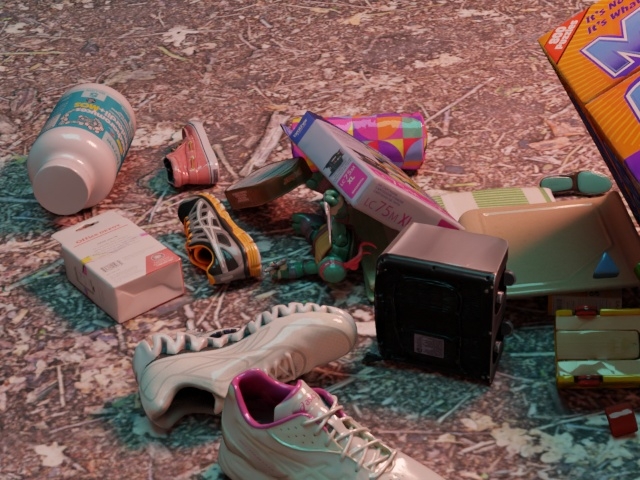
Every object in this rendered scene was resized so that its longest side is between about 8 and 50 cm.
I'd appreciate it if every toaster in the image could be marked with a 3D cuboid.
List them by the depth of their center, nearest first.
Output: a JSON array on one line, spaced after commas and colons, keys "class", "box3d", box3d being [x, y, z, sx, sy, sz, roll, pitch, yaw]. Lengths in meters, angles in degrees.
[{"class": "toaster", "box3d": [0.153, 0.080, 1.604, 0.185, 0.168, 0.110, 10, 32, 22]}]

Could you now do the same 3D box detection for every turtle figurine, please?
[{"class": "turtle figurine", "box3d": [0.000, 0.000, 1.808, 0.118, 0.175, 0.234, 35, 22, -19]}]

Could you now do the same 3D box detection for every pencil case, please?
[{"class": "pencil case", "box3d": [0.061, -0.159, 2.081, 0.236, 0.104, 0.104, -5, 31, 4]}]

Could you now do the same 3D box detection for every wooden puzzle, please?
[{"class": "wooden puzzle", "box3d": [0.320, 0.015, 1.736, 0.238, 0.044, 0.221, -9, 32, 3]}]

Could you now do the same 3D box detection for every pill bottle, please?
[{"class": "pill bottle", "box3d": [-0.401, -0.147, 2.078, 0.146, 0.146, 0.264, -2, 32, 5]}]

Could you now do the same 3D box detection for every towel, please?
[{"class": "towel", "box3d": [0.212, -0.002, 1.856, 0.324, 0.038, 0.248, -9, 31, -3]}]

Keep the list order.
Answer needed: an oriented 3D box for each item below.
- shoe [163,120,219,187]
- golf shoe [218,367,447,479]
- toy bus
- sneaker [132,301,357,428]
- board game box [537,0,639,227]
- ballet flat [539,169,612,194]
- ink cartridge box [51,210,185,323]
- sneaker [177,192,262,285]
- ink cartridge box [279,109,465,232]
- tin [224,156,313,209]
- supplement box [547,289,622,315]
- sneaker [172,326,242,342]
[{"class": "shoe", "box3d": [-0.233, -0.149, 2.133, 0.081, 0.064, 0.178, -9, 35, -16]}, {"class": "golf shoe", "box3d": [0.011, 0.238, 1.390, 0.306, 0.140, 0.115, 14, 34, 26]}, {"class": "toy bus", "box3d": [0.380, 0.135, 1.534, 0.191, 0.104, 0.202, -44, 74, -4]}, {"class": "sneaker", "box3d": [-0.090, 0.164, 1.573, 0.292, 0.110, 0.118, -15, 39, 0]}, {"class": "board game box", "box3d": [0.553, -0.142, 1.577, 0.356, 0.356, 0.356, -31, 37, 10]}, {"class": "ballet flat", "box3d": [0.404, -0.092, 1.975, 0.114, 0.041, 0.041, 0, 31, 6]}, {"class": "ink cartridge box", "box3d": [-0.302, 0.034, 1.839, 0.115, 0.067, 0.198, -24, 38, -29]}, {"class": "sneaker", "box3d": [-0.170, -0.003, 1.869, 0.083, 0.084, 0.215, -25, 37, -21]}, {"class": "ink cartridge box", "box3d": [0.070, -0.097, 1.848, 0.185, 0.065, 0.311, 28, 10, -33]}, {"class": "tin", "box3d": [-0.085, -0.090, 1.963, 0.106, 0.040, 0.189, -38, 15, -25]}, {"class": "supplement box", "box3d": [0.362, 0.074, 1.704, 0.098, 0.036, 0.062, 2, 32, 11]}, {"class": "sneaker", "box3d": [-0.160, 0.137, 1.666, 0.135, 0.052, 0.058, -13, 28, -13]}]
